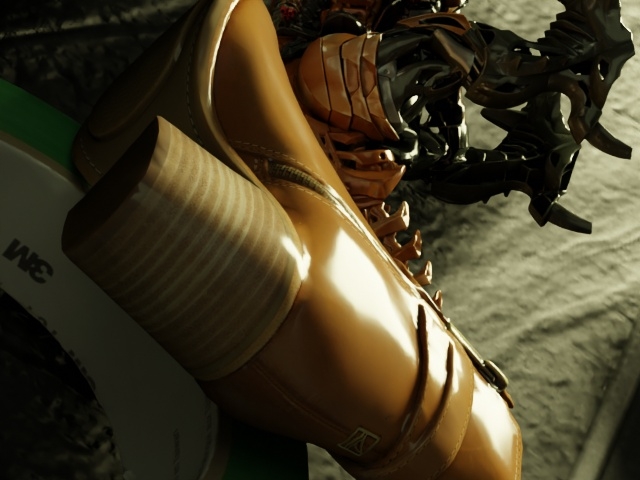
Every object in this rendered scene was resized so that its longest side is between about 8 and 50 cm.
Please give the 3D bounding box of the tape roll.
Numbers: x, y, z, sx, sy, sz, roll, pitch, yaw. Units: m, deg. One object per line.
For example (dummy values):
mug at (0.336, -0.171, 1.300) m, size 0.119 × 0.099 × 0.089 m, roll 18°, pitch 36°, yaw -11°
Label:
tape roll at (-0.155, 0.049, 0.655) m, size 0.321 × 0.077 × 0.321 m, roll 30°, pitch 30°, yaw -20°

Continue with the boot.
boot at (0.000, 0.000, 0.734) m, size 0.220 × 0.109 × 0.283 m, roll 40°, pitch 16°, yaw -19°

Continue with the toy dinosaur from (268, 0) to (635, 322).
toy dinosaur at (0.047, -0.077, 0.894) m, size 0.218 × 0.164 × 0.322 m, roll 1°, pitch 80°, yaw -10°
